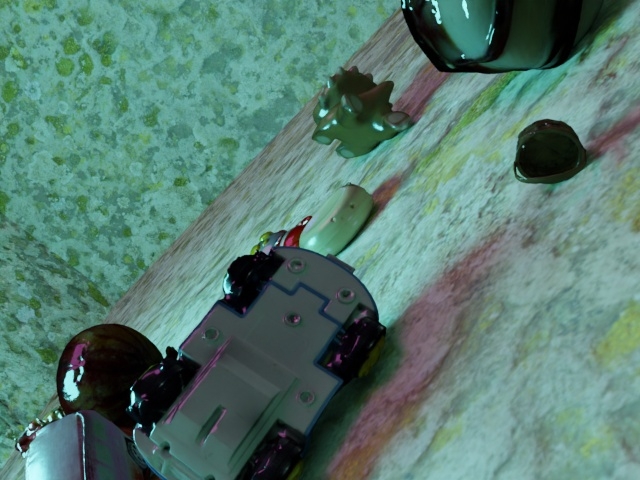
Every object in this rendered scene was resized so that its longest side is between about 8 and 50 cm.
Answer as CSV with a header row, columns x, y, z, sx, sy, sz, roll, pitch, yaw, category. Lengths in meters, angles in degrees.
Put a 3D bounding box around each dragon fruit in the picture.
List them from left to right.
x,y,z,sx,sy,sz,roll,pitch,yaw,category
-0.399,0.353,1.167,0.152,0.205,0.317,-56,16,-26,dragon fruit

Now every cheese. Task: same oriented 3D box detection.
x,y,z,sx,sy,sz,roll,pitch,yaw,category
0.000,0.000,1.176,0.227,0.064,0.137,-49,11,-7,cheese

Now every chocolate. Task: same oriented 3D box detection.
x,y,z,sx,sy,sz,roll,pitch,yaw,category
0.269,-0.348,0.944,0.283,0.284,0.186,-46,33,10,chocolate

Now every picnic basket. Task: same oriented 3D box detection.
x,y,z,sx,sy,sz,roll,pitch,yaw,category
0.233,-0.083,0.691,0.072,0.072,0.083,-39,16,34,picnic basket

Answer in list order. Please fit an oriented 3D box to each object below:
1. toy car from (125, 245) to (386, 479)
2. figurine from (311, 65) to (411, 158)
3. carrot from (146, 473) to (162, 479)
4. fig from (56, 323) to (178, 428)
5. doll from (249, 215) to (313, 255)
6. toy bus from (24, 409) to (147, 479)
x,y,z,sx,sy,sz,roll,pitch,yaw,category
-0.060,0.154,0.765,0.314,0.198,0.166,-54,-17,-25,toy car
0.082,-0.290,1.455,0.247,0.177,0.172,137,150,-69,figurine
-0.206,0.333,0.952,0.248,0.059,0.059,-46,14,-4,carrot
-0.419,0.283,1.380,0.215,0.235,0.235,2,48,42,fig
-0.077,0.018,1.343,0.245,0.076,0.142,-16,35,58,doll
-0.287,0.341,0.851,0.128,0.147,0.302,-36,34,-4,toy bus
